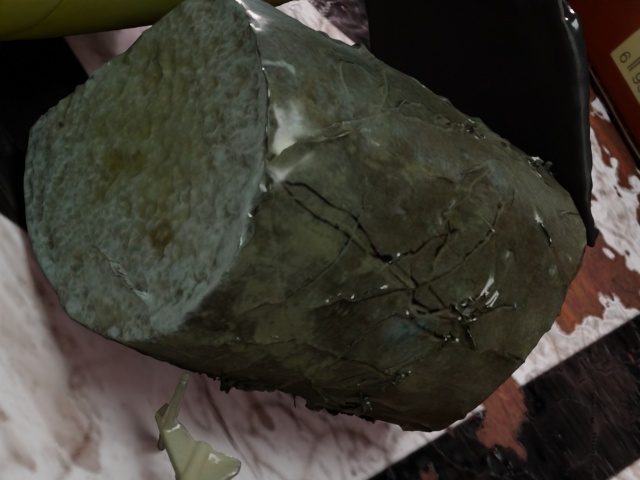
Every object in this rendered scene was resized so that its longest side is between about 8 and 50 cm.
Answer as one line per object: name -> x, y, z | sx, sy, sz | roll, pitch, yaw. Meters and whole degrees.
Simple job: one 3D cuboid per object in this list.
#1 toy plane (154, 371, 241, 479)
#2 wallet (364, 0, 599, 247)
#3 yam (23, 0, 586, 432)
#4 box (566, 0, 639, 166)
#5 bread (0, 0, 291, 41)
toy plane -> -0.093, 0.187, 0.880 | 0.108, 0.092, 0.286 | 20, 42, 4
wallet -> 0.083, -0.175, 1.127 | 0.041, 0.323, 0.247 | -22, 30, -22
yam -> 0.003, 0.002, 1.037 | 0.271, 0.202, 0.201 | 17, 49, -41
box -> 0.417, -0.117, 1.592 | 0.385, 0.122, 0.344 | -7, 64, -47
bread -> -0.162, -0.232, 1.053 | 0.377, 0.208, 0.251 | -15, 77, -49
